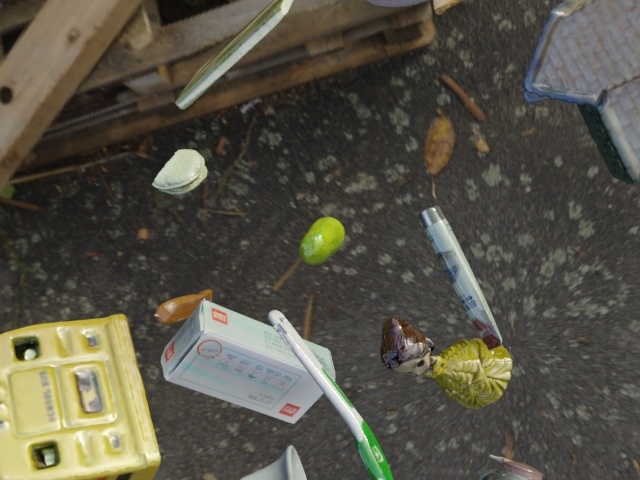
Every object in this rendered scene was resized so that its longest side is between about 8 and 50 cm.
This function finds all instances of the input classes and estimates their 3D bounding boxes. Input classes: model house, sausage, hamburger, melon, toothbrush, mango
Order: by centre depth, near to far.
[{"bbox_3d":[0.055,0.253,0.984,0.040,0.042,0.418,-42,72,11],"label":"toothbrush"},{"bbox_3d":[-0.277,-0.133,1.666,0.084,0.054,0.121,15,45,26],"label":"hamburger"},{"bbox_3d":[0.328,-0.557,1.771,0.182,0.054,0.098,-23,34,22],"label":"melon"},{"bbox_3d":[0.710,-0.392,1.906,0.400,0.395,0.445,-27,100,35],"label":"model house"},{"bbox_3d":[-0.320,0.158,1.932,0.062,0.183,0.054,-38,76,37],"label":"sausage"},{"bbox_3d":[-0.003,0.004,2.011,0.089,0.163,0.117,41,126,10],"label":"mango"}]

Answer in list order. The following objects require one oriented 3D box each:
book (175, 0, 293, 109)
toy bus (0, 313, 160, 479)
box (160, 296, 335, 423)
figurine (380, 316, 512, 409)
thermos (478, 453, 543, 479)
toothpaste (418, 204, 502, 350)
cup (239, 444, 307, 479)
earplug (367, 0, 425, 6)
[{"bbox_3d":[-0.192,-0.466,1.938,0.352,0.239,0.035,-37,112,26],"label":"book"},{"bbox_3d":[-0.200,0.196,0.591,0.335,0.123,0.121,-60,44,42],"label":"toy bus"},{"bbox_3d":[-0.118,0.206,1.374,0.135,0.269,0.079,-51,30,27],"label":"box"},{"bbox_3d":[0.267,0.285,1.891,0.187,0.315,0.168,-7,69,51],"label":"figurine"},{"bbox_3d":[0.379,0.592,1.708,0.176,0.146,0.265,2,73,56],"label":"thermos"},{"bbox_3d":[0.219,0.057,1.269,0.039,0.062,0.239,-23,80,-14],"label":"toothpaste"},{"bbox_3d":[-0.093,0.621,1.709,0.163,0.347,0.347,-16,79,-1],"label":"cup"},{"bbox_3d":[0.215,-0.561,1.674,0.301,0.172,0.172,-13,79,34],"label":"earplug"}]
